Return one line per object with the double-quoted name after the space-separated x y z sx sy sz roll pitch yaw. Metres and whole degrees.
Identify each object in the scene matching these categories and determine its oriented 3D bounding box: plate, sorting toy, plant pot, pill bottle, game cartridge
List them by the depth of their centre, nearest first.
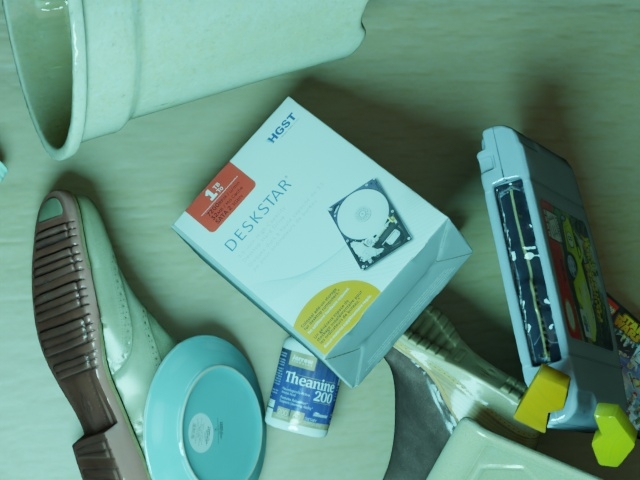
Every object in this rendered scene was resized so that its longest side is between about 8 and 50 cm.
-0.127 -0.262 1.639 0.305 0.334 0.334 -10 92 -19 "plant pot"
0.220 0.247 1.645 0.229 0.041 0.307 26 131 3 "sorting toy"
-0.104 0.187 1.706 0.024 0.188 0.188 -4 92 36 "plate"
0.234 0.042 1.717 0.060 0.196 0.294 -16 76 19 "game cartridge"
-0.011 0.135 1.760 0.067 0.067 0.120 14 89 -7 "pill bottle"

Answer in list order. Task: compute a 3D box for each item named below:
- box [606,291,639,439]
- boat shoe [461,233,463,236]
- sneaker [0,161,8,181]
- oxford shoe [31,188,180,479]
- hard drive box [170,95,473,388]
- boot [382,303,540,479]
0.317 0.132 1.822 0.137 0.027 0.094 41 85 -6 "box"
0.084 0.022 1.779 0.135 0.050 0.045 -35 100 -6 "boat shoe"
-0.361 -0.006 1.700 0.151 0.094 0.256 -26 95 -9 "sneaker"
-0.196 0.113 1.730 0.130 0.123 0.348 -15 93 -32 "oxford shoe"
0.000 0.000 1.690 0.232 0.089 0.181 38 84 32 "hard drive box"
0.093 0.182 1.741 0.248 0.090 0.207 36 122 18 "boot"
